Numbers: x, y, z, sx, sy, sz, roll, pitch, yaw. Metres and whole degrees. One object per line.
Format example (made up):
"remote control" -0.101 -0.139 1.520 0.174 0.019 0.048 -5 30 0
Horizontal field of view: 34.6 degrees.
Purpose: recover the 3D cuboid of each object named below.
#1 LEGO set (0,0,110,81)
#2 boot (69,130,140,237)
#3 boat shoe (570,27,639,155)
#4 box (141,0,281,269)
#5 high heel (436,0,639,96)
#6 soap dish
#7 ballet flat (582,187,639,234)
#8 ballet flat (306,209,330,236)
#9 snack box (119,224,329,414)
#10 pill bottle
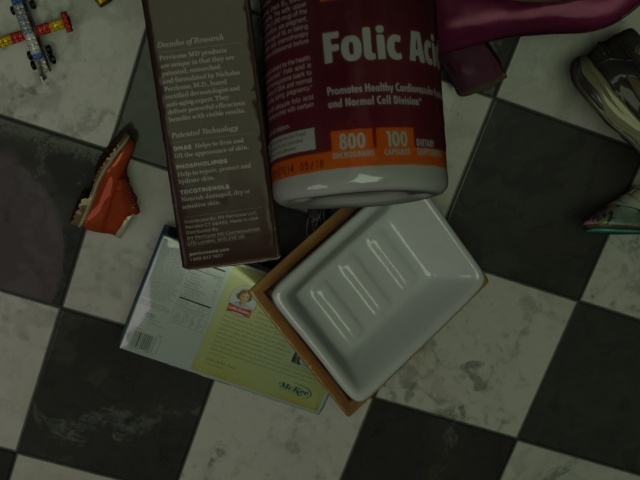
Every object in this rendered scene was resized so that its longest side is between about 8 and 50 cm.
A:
"LEGO set" -0.405 -0.331 1.352 0.244 0.060 0.182 25 103 -9
"boot" -0.284 -0.077 1.448 0.084 0.059 0.158 24 112 -16
"boat shoe" 0.506 -0.149 1.440 0.130 0.132 0.355 -43 100 17
"box" -0.143 -0.171 1.360 0.143 0.191 0.381 -6 107 -4
"high heel" 0.302 -0.355 1.376 0.377 0.127 0.181 -32 118 8
"soap dish" 0.065 0.063 1.443 0.291 0.118 0.229 -42 103 -17
"ballet flat" 0.495 -0.035 1.536 0.221 0.077 0.079 8 88 -13
"ballet flat" 0.000 0.000 1.512 0.041 0.041 0.114 -10 108 -3
"snack box" -0.113 0.120 1.521 0.322 0.060 0.187 21 103 -12
"pill bottle" 0.038 -0.245 1.291 0.224 0.224 0.392 -4 87 -5
